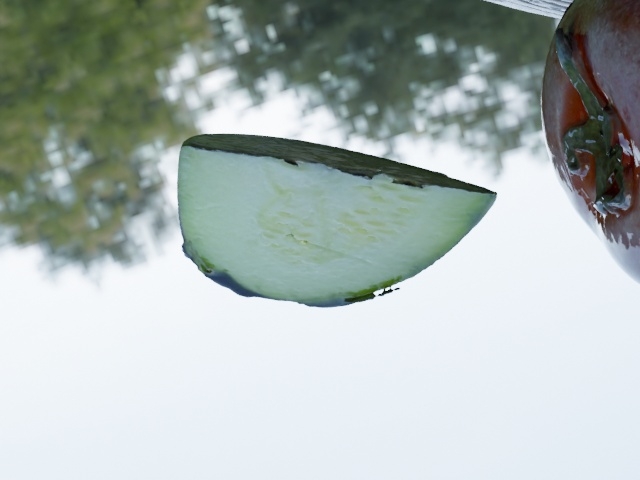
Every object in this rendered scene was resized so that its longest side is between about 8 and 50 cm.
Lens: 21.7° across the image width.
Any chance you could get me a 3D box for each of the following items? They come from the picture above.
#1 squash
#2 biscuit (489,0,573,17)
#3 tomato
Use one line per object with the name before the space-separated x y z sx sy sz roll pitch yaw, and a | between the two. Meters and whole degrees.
squash | 0.000 0.000 1.324 0.236 0.155 0.204 12 -171 -2
biscuit | 0.231 -0.327 2.034 0.359 0.074 0.381 13 -173 -16
tomato | 0.295 -0.095 1.238 0.227 0.270 0.270 -14 -158 -13
